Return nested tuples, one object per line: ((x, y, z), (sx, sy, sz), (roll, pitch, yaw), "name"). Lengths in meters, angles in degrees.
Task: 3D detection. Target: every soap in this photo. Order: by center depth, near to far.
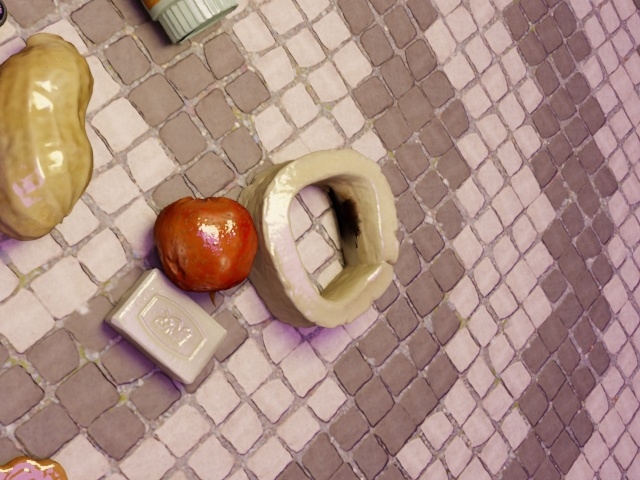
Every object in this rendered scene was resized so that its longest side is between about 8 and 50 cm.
((-0.269, 0.151, 1.233), (0.183, 0.064, 0.121), (46, 64, -20), "soap")

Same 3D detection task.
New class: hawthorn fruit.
((-0.198, 0.021, 1.226), (0.179, 0.179, 0.200), (-4, 101, -31), "hawthorn fruit")

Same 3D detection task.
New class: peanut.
((-0.446, -0.167, 1.100), (0.174, 0.158, 0.340), (-4, 84, -10), "peanut")

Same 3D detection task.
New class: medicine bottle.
((-0.281, -0.513, 1.221), (0.158, 0.158, 0.318), (-39, 106, -27), "medicine bottle")

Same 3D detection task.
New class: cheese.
((0.004, -0.001, 1.352), (0.292, 0.153, 0.332), (-16, 96, -30), "cheese")

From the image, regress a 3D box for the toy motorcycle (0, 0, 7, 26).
((-0.602, -0.400, 1.074), (0.225, 0.073, 0.152), (-3, 85, -30), "toy motorcycle")

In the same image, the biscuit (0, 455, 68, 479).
((-0.545, 0.431, 1.054), (0.334, 0.047, 0.202), (-15, 91, -30), "biscuit")
